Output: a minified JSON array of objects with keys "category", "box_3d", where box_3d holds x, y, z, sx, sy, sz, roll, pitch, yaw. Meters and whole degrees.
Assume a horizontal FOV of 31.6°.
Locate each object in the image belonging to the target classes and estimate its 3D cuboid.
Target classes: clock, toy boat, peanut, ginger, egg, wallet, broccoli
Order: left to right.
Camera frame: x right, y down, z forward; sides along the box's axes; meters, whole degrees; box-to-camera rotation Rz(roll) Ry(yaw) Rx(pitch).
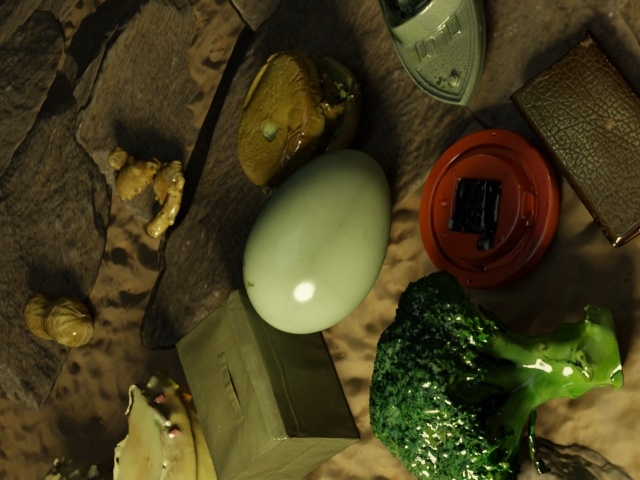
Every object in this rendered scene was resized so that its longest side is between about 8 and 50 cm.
[{"category":"peanut","box_3d":[-0.469,0.137,2.016,0.193,0.089,0.089,10,90,44]},{"category":"ginger","box_3d":[-0.286,-0.096,1.907,0.176,0.053,0.193,-31,70,36]},{"category":"egg","box_3d":[0.000,0.000,1.524,0.183,0.183,0.264,28,91,43]},{"category":"toy boat","box_3d":[0.144,-0.314,1.507,0.141,0.092,0.319,-34,61,36]},{"category":"clock","box_3d":[0.208,-0.040,1.426,0.205,0.051,0.205,-11,74,42]},{"category":"broccoli","box_3d":[0.197,0.176,1.285,0.297,0.297,0.297,-14,71,14]},{"category":"wallet","box_3d":[0.333,-0.122,1.332,0.133,0.039,0.243,-43,55,22]}]

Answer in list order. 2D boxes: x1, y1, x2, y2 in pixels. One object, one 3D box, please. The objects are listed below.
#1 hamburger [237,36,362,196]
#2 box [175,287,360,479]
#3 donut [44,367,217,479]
[{"category":"hamburger","box_3d":[-0.035,-0.166,1.633,0.189,0.122,0.215,50,120,44]},{"category":"box","box_3d":[-0.079,0.208,1.581,0.149,0.155,0.231,-40,58,32]},{"category":"donut","box_3d":[-0.277,0.399,1.728,0.371,0.150,0.307,-45,48,30]}]
